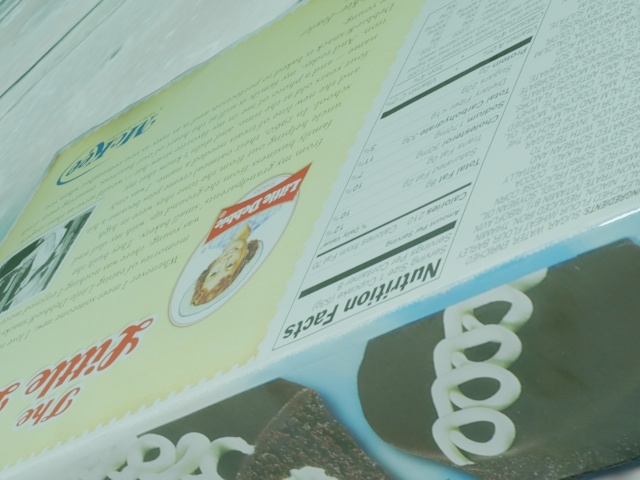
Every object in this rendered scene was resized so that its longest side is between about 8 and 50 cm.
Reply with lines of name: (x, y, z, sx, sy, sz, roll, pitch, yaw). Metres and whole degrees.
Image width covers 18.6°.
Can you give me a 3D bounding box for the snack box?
snack box: (0.000, 0.000, 0.513, 0.322, 0.060, 0.187, -25, 28, 43)
